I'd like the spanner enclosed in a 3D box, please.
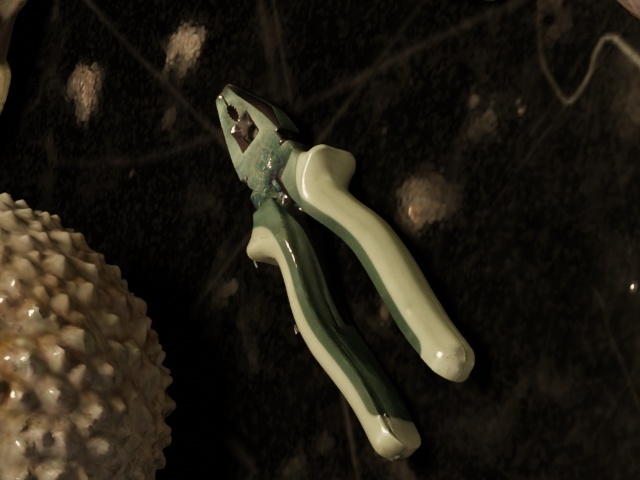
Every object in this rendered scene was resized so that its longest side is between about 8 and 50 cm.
[{"bbox_3d":[0.000,0.000,1.069,0.096,0.040,0.325,-56,42,24],"label":"spanner"}]

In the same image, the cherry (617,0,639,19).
[{"bbox_3d":[0.206,-0.176,0.781,0.176,0.140,0.176,-1,88,26],"label":"cherry"}]

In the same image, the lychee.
[{"bbox_3d":[-0.236,0.101,1.148,0.300,0.300,0.300,-22,62,47],"label":"lychee"}]

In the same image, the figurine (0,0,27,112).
[{"bbox_3d":[-0.308,-0.225,1.475,0.332,0.204,0.185,-48,35,-10],"label":"figurine"}]
